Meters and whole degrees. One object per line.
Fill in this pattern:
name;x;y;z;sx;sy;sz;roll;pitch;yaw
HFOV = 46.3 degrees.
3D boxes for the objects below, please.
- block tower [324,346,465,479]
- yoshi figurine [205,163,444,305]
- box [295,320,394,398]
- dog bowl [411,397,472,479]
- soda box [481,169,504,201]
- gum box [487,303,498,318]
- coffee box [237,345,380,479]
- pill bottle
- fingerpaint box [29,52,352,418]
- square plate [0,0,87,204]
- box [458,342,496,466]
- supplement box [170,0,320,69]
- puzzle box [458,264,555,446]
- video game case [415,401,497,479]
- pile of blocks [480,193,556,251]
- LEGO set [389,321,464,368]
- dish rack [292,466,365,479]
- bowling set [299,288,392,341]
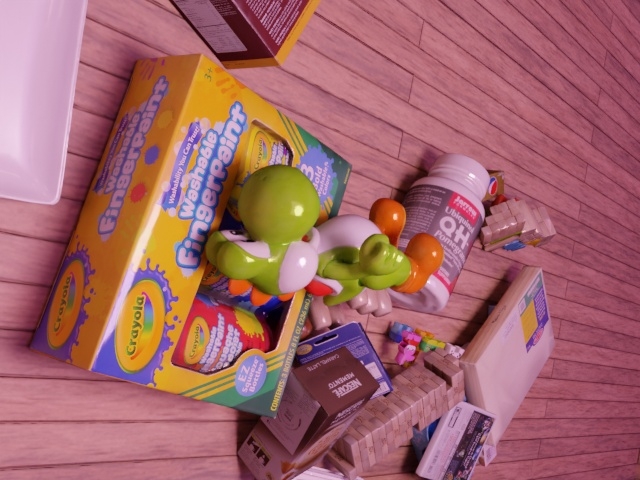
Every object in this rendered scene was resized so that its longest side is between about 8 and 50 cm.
block tower;0.159;0.350;1.542;0.335;0.091;0.097;-29;127;-26
yoshi figurine;0.014;-0.019;1.075;0.362;0.203;0.203;0;76;-40
box;0.042;0.236;1.430;0.037;0.136;0.225;-106;171;-49
dog bowl;0.290;0.470;1.794;0.166;0.074;0.297;-43;125;-36
soda box;0.377;-0.128;1.814;0.181;0.058;0.061;-18;110;-46
gum box;0.510;0.250;2.036;0.184;0.041;0.157;1;96;-50
coffee box;-0.024;0.311;1.295;0.141;0.098;0.247;-18;148;-46
pill bottle;0.241;-0.023;1.586;0.176;0.176;0.319;49;60;-41
fingerpaint box;-0.167;0.009;1.133;0.371;0.163;0.445;31;73;-47
square plate;-0.445;-0.233;0.867;0.347;0.049;0.344;8;90;-49
box;0.399;0.422;1.918;0.067;0.063;0.324;-29;117;-45
supplement box;-0.114;-0.404;1.157;0.194;0.129;0.191;47;61;-42
puzzle box;0.486;0.286;1.914;0.409;0.052;0.272;-43;126;-39
video game case;0.316;0.468;1.726;0.173;0.022;0.191;28;87;-38
pile of blocks;0.487;-0.049;1.931;0.362;0.148;0.113;12;54;-56
LEGO set;0.211;0.248;1.661;0.227;0.087;0.093;22;96;-45
dish rack;0.018;0.572;1.411;0.332;0.072;0.286;27;54;-39
bowling set;0.003;0.083;1.361;0.287;0.199;0.154;39;30;-73
